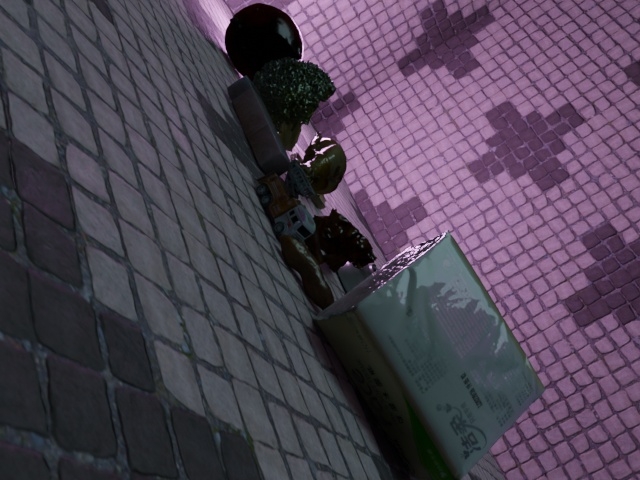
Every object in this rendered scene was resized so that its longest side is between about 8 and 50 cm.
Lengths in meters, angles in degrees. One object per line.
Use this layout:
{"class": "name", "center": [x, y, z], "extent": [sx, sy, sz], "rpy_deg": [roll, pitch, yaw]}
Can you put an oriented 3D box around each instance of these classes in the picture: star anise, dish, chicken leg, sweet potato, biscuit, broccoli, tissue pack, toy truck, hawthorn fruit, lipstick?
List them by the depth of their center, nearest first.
{"class": "tissue pack", "center": [0.228, 0.237, 1.441], "extent": [0.405, 0.331, 0.205], "rpy_deg": [59, -31, -5]}
{"class": "sweet potato", "center": [-0.020, 0.077, 1.495], "extent": [0.065, 0.051, 0.218], "rpy_deg": [-39, 99, -40]}
{"class": "toy truck", "center": [-0.067, -0.081, 1.592], "extent": [0.080, 0.115, 0.178], "rpy_deg": [45, 17, -59]}
{"class": "star anise", "center": [0.033, 0.001, 1.837], "extent": [0.237, 0.148, 0.346], "rpy_deg": [38, 4, 20]}
{"class": "lipstick", "center": [-0.176, -0.325, 1.956], "extent": [0.080, 0.076, 0.372], "rpy_deg": [50, 12, -49]}
{"class": "dish", "center": [0.165, 0.167, 2.099], "extent": [0.316, 0.106, 0.316], "rpy_deg": [57, 8, -13]}
{"class": "chicken leg", "center": [-0.020, -0.233, 2.213], "extent": [0.429, 0.152, 0.202], "rpy_deg": [-41, 132, -68]}
{"class": "broccoli", "center": [-0.117, -0.476, 2.297], "extent": [0.249, 0.302, 0.375], "rpy_deg": [36, 38, -9]}
{"class": "biscuit", "center": [-0.043, -0.207, 2.427], "extent": [0.199, 0.040, 0.121], "rpy_deg": [54, 14, -36]}
{"class": "hawthorn fruit", "center": [-0.198, -0.706, 2.507], "extent": [0.316, 0.315, 0.316], "rpy_deg": [57, 8, -13]}

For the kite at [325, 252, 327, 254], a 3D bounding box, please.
{"class": "kite", "center": [0.000, 0.000, 2.058], "extent": [0.190, 0.010, 0.159], "rpy_deg": [60, 9, 16]}
